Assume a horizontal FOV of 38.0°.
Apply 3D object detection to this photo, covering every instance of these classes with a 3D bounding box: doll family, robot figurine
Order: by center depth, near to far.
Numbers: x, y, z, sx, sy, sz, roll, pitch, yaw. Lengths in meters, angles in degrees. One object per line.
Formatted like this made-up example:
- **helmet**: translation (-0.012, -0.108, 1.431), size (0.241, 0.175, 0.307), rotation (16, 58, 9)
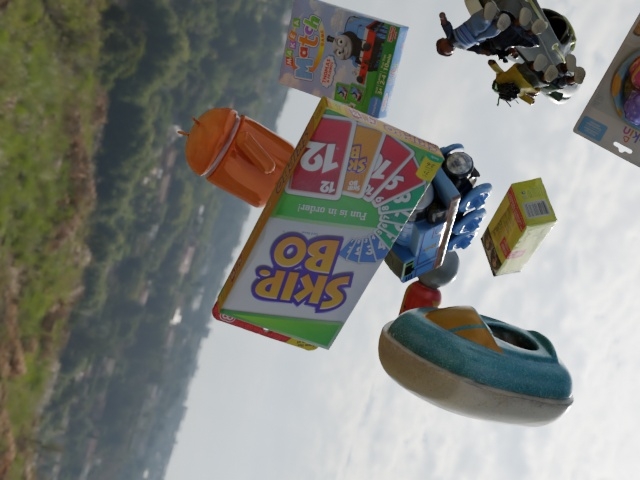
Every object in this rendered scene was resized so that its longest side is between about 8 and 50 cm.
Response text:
- **doll family**: translation (0.225, -0.225, 1.140), size (0.076, 0.193, 0.111), rotation (-50, -164, -21)
- **robot figurine**: translation (-0.127, -0.137, 1.528), size (0.128, 0.219, 0.158), rotation (-54, -162, 23)

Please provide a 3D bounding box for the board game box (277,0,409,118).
- **board game box**: translation (0.035, -0.319, 1.605), size (0.039, 0.212, 0.160), rotation (-22, 131, -55)

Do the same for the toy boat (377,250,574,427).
- **toy boat**: translation (0.186, 0.117, 1.247), size (0.148, 0.268, 0.318), rotation (-69, -158, 15)

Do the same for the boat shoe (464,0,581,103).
- **boat shoe**: translation (0.322, -0.292, 1.358), size (0.091, 0.305, 0.109), rotation (-35, -124, 25)

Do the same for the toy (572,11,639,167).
- **toy**: translation (0.428, -0.204, 1.152), size (0.237, 0.137, 0.056), rotation (-64, 165, 22)

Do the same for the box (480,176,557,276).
- **box**: translation (0.341, -0.018, 1.617), size (0.232, 0.058, 0.087), rotation (102, -25, -67)

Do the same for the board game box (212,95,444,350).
- **board game box**: translation (0.000, 0.000, 0.890), size (0.259, 0.124, 0.039), rotation (-60, -160, 27)

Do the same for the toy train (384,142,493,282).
- **toy train**: translation (0.116, -0.028, 0.980), size (0.080, 0.105, 0.184), rotation (58, -13, 21)
